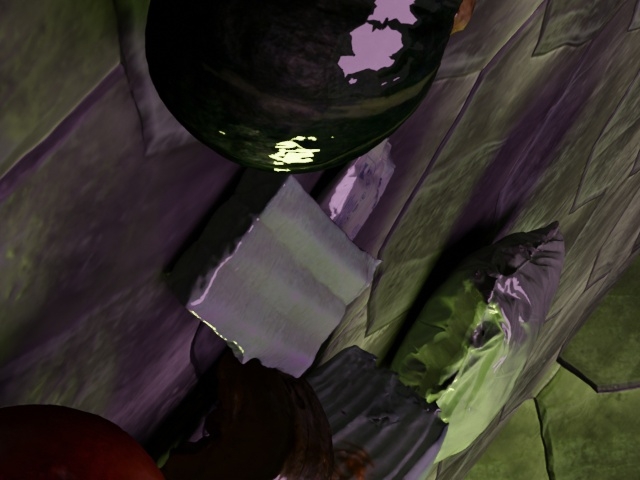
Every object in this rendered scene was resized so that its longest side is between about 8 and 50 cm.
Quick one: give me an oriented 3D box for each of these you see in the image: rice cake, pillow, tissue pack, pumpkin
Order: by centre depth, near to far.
[{"bbox_3d":[-0.001,-0.132,0.682,0.211,0.152,0.212,14,90,-87],"label":"pumpkin"},{"bbox_3d":[-0.028,0.029,1.081,0.127,0.043,0.237,-52,155,-1],"label":"rice cake"},{"bbox_3d":[0.000,0.000,1.193,0.193,0.026,0.122,-55,165,2],"label":"tissue pack"},{"bbox_3d":[-0.082,0.204,1.198,0.248,0.126,0.131,-50,162,-14],"label":"pumpkin"},{"bbox_3d":[-0.053,0.324,1.471,0.287,0.162,0.388,-37,158,-46],"label":"tissue pack"},{"bbox_3d":[0.184,0.129,1.795,0.283,0.138,0.310,-29,148,-58],"label":"pillow"}]

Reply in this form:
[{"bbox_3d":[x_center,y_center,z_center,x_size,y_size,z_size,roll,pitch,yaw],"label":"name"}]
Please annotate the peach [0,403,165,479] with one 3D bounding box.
[{"bbox_3d":[-0.176,0.202,0.785,0.243,0.199,0.243,-42,151,-31],"label":"peach"}]
